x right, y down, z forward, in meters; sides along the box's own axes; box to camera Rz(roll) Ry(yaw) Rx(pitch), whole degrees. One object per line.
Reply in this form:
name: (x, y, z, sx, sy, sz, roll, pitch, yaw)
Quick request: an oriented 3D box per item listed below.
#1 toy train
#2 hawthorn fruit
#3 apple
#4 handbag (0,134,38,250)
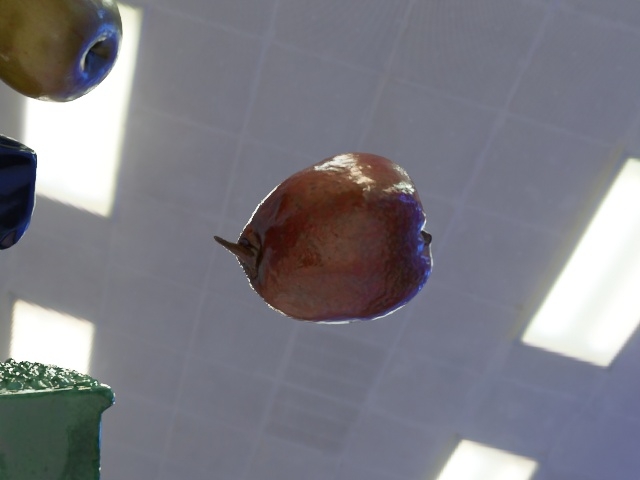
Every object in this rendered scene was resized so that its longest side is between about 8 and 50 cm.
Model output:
toy train: (-0.240, 0.191, 0.750, 0.145, 0.201, 0.266, 1, -3, -27)
hawthorn fruit: (0.000, 0.000, 1.267, 0.263, 0.210, 0.210, -5, -48, -9)
apple: (-0.330, -0.257, 1.247, 0.155, 0.182, 0.182, 28, -46, 11)
handbag: (-0.543, -0.092, 1.284, 0.302, 0.177, 0.275, 9, -2, 39)
